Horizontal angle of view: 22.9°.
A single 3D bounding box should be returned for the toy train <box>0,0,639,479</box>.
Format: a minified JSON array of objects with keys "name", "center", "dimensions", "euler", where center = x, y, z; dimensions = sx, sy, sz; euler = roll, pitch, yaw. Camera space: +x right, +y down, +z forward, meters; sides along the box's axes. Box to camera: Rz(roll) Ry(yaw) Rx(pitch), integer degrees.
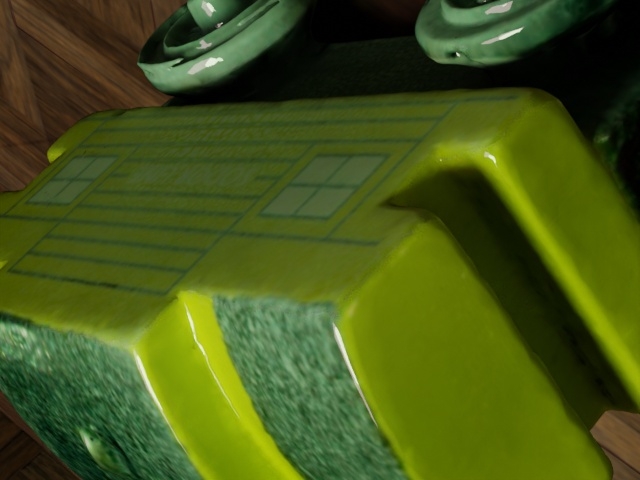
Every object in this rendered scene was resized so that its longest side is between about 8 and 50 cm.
[{"name":"toy train","center":[0.000,0.000,0.686],"dimensions":[0.442,0.272,0.179],"euler":[4,135,57]}]
